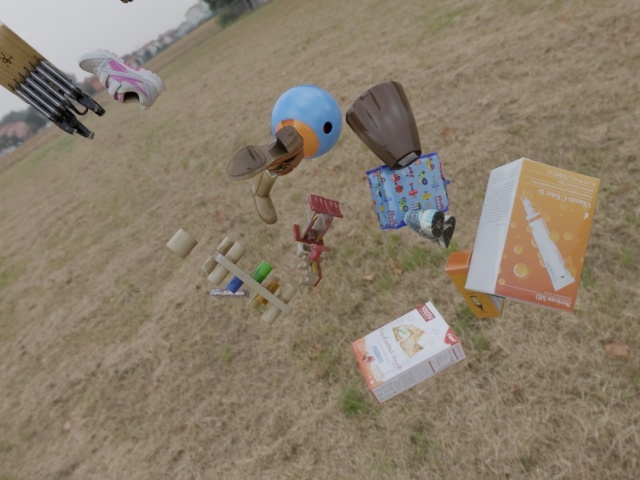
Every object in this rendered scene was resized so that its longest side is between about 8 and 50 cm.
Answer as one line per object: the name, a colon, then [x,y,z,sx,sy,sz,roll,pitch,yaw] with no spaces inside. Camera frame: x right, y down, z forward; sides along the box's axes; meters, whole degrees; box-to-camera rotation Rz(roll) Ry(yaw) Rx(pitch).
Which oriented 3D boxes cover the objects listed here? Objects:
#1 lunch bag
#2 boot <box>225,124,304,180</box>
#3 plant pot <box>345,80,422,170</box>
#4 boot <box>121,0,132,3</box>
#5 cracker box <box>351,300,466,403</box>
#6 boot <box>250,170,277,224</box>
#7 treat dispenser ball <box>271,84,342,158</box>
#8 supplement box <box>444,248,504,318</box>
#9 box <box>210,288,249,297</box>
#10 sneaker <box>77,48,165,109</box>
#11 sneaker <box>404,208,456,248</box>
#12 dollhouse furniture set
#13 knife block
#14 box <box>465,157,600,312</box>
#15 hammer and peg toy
lunch bag: [0.341,-0.183,1.518,0.293,0.221,0.138,-16,6,-16]
boot: [-0.179,-0.273,1.466,0.283,0.109,0.220,-39,-10,-2]
plant pot: [0.228,-0.352,1.379,0.215,0.215,0.231,-29,73,6]
boot: [-0.466,-0.714,0.924,0.131,0.260,0.348,-24,45,57]
cracker box: [0.206,0.264,1.022,0.232,0.067,0.156,-29,30,1]
boot: [-0.246,-0.227,1.953,0.089,0.236,0.269,-23,-15,-28]
treat dispenser ball: [-0.056,-0.474,1.711,0.288,0.288,0.288,-23,31,15]
supplement box: [0.465,0.134,1.271,0.078,0.233,0.080,-13,34,44]
box: [-0.366,0.215,1.725,0.136,0.094,0.027,-1,73,4]
sneaker: [-0.610,-0.482,1.283,0.103,0.252,0.111,141,148,-69]
sneaker: [0.371,-0.053,1.432,0.122,0.283,0.110,16,84,33]
dollhouse furniture set: [0.000,0.000,1.807,0.201,0.152,0.374,-59,27,36]
knife block: [-0.557,-0.317,0.821,0.275,0.242,0.088,37,84,25]
box: [0.547,-0.010,1.113,0.168,0.214,0.346,160,123,-85]
hammer and peg toy: [-0.248,0.072,1.199,0.127,0.361,0.266,-52,18,-9]
